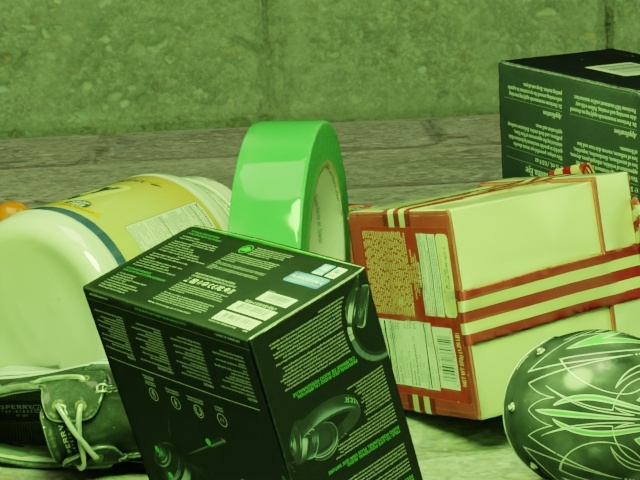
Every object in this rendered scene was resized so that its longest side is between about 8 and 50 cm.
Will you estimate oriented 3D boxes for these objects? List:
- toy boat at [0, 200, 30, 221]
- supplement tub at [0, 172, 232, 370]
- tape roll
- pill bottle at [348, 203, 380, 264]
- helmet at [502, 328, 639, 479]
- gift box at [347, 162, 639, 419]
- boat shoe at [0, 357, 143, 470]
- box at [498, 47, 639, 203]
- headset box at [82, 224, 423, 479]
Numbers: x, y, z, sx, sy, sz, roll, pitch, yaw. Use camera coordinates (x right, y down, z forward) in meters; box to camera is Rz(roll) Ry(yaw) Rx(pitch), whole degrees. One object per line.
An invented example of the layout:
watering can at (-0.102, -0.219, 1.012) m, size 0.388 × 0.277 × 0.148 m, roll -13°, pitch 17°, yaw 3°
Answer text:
toy boat at (-0.358, 0.013, 2.353) m, size 0.231 × 0.151 × 0.151 m, roll -37°, pitch 68°, yaw -18°
supplement tub at (-0.226, 0.049, 2.160) m, size 0.228 × 0.228 × 0.316 m, roll 6°, pitch 16°, yaw 31°
tape roll at (-0.028, 0.034, 1.989) m, size 0.077 × 0.321 × 0.321 m, roll 0°, pitch 14°, yaw 11°
pill bottle at (0.000, 0.000, 2.586) m, size 0.194 × 0.108 × 0.108 m, roll 5°, pitch 15°, yaw 29°
helmet at (0.258, 0.159, 1.759) m, size 0.169 × 0.169 × 0.161 m, roll 1°, pitch -3°, yaw 13°
gift box at (0.213, 0.063, 1.994) m, size 0.258 × 0.255 × 0.276 m, roll -12°, pitch 10°, yaw -28°
boat shoe at (-0.236, 0.185, 1.885) m, size 0.335 × 0.121 × 0.119 m, roll -8°, pitch 16°, yaw 30°
box at (0.378, -0.059, 2.329) m, size 0.179 × 0.312 × 0.343 m, roll -8°, pitch 15°, yaw -23°
headset box at (-0.048, 0.154, 1.608) m, size 0.131 × 0.283 × 0.246 m, roll -30°, pitch 26°, yaw -31°
